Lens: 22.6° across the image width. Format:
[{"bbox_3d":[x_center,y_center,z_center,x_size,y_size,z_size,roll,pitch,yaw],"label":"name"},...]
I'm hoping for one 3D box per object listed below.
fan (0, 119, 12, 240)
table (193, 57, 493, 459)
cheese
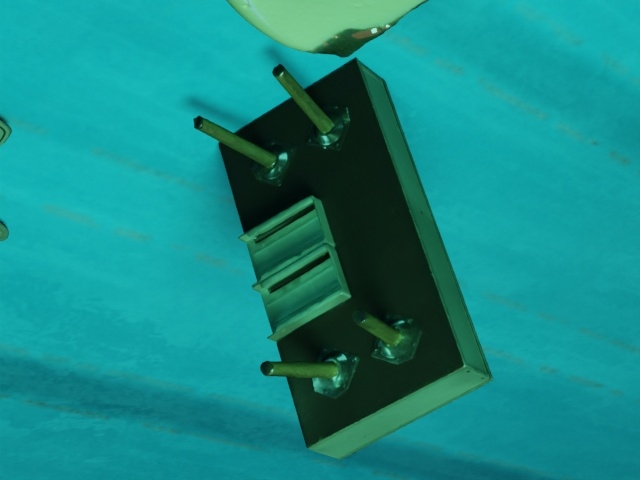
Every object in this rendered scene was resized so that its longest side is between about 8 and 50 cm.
[{"bbox_3d":[-0.260,-0.050,1.046,0.132,0.009,0.220,-20,149,10],"label":"fan"},{"bbox_3d":[0.000,0.000,1.029,0.121,0.240,0.111,-31,148,22],"label":"table"},{"bbox_3d":[-0.036,-0.182,0.897,0.127,0.054,0.251,-33,146,27],"label":"cheese"}]
